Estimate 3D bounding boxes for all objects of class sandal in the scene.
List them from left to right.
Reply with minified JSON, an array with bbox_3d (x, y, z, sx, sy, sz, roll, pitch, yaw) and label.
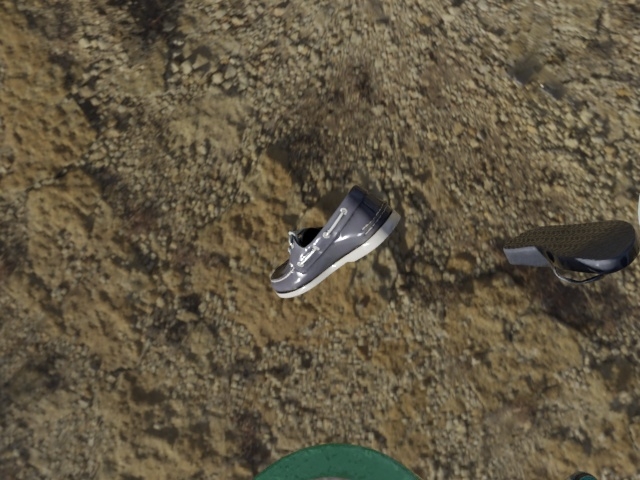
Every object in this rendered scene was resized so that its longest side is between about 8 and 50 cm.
[{"bbox_3d":[0.326,0.017,1.036,0.097,0.254,0.054,-28,98,-9],"label":"sandal"}]

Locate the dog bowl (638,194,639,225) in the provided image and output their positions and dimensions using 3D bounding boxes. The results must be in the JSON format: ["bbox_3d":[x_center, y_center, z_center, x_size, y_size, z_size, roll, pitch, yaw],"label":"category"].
[{"bbox_3d":[0.378,-0.068,0.618,0.104,0.265,0.264,33,111,-10],"label":"dog bowl"}]

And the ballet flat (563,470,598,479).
[{"bbox_3d":[0.370,0.429,1.114,0.072,0.213,0.068,12,145,-19],"label":"ballet flat"}]

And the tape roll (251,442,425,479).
[{"bbox_3d":[0.015,0.396,0.910,0.321,0.321,0.077,-27,140,13],"label":"tape roll"}]

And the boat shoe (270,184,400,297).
[{"bbox_3d":[0.000,0.000,0.889,0.065,0.075,0.206,44,137,-12],"label":"boat shoe"}]
